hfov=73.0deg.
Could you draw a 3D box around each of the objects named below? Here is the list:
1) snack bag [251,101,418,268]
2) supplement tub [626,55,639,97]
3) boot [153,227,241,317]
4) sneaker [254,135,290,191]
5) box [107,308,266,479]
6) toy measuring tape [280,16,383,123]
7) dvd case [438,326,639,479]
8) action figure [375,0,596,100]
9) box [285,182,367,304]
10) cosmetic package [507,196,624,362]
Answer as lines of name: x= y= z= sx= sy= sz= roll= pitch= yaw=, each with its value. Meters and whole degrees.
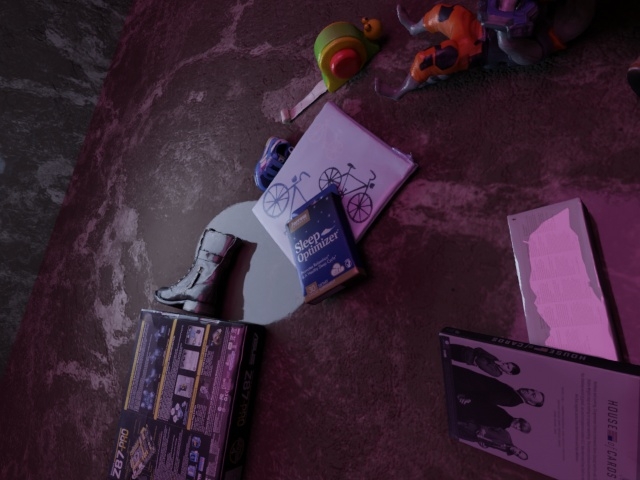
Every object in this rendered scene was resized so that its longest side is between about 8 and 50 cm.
snack bag: x=0.008 y=-0.109 z=0.948 sx=0.342 sy=0.037 sz=0.323 roll=-54 pitch=50 yaw=15
supplement tub: x=0.494 y=-0.254 z=0.524 sx=0.198 sy=0.106 sz=0.106 roll=-48 pitch=51 yaw=18
boot: x=-0.324 y=0.077 z=1.158 sx=0.263 sy=0.091 sz=0.228 roll=5 pitch=74 yaw=38
sneaker: x=-0.118 y=-0.191 z=1.074 sx=0.059 sy=0.053 sz=0.144 roll=18 pitch=90 yaw=41
box: x=-0.306 y=0.369 z=0.981 sx=0.318 sy=0.097 sz=0.394 roll=2 pitch=78 yaw=25
toy measuring tape: x=-0.002 y=-0.396 z=0.997 sx=0.330 sy=0.121 sz=0.121 roll=-30 pitch=58 yaw=31
dvd case: x=0.274 y=0.217 z=0.556 sx=0.239 sy=0.030 sz=0.179 roll=5 pitch=111 yaw=41
action figure: x=0.289 y=-0.376 z=0.746 sx=0.330 sy=0.178 sz=0.341 roll=4 pitch=54 yaw=35
box: x=0.000 y=0.000 z=0.875 sx=0.136 sy=0.037 sz=0.225 roll=-34 pitch=56 yaw=28
cosmetic package: x=0.331 y=0.071 z=0.589 sx=0.099 sy=0.060 sz=0.238 roll=-15 pitch=67 yaw=37
